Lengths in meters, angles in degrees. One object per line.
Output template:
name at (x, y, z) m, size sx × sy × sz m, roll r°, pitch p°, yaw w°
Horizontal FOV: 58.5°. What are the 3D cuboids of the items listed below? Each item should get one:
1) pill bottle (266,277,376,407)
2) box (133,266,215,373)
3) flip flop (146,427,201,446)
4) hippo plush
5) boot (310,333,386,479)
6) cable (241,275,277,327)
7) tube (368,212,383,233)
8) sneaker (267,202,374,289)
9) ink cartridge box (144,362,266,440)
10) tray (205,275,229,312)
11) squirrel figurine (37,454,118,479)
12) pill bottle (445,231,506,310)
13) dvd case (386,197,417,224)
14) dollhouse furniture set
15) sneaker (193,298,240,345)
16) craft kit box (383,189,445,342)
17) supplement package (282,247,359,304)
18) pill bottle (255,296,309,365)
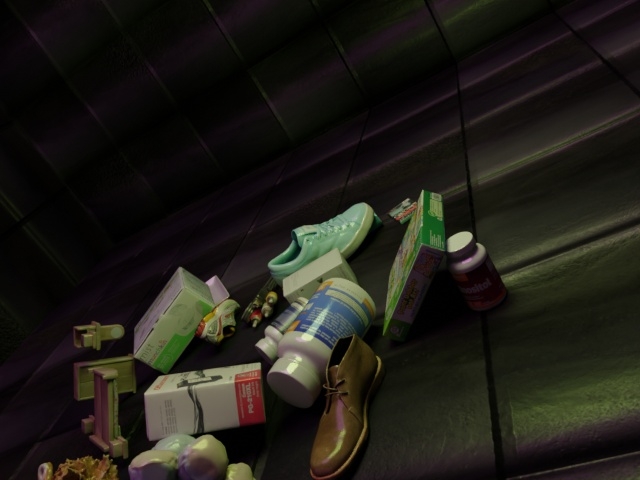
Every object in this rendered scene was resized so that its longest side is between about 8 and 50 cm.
pill bottle at (0.000, 0.222, 1.245) m, size 0.152 × 0.152 × 0.272 m, roll -12°, pitch 29°, yaw 43°
box at (-0.467, 0.244, 1.803) m, size 0.262 × 0.126 × 0.231 m, roll -54°, pitch 22°, yaw 0°
flip flop at (-0.269, 0.402, 1.344) m, size 0.277 × 0.080 × 0.112 m, roll -27°, pitch 51°, yaw -25°
hippo plush at (-0.236, 0.480, 1.033) m, size 0.236 × 0.234 × 0.294 m, roll 161°, pitch 119°, yaw -77°
boot at (0.032, 0.304, 1.077) m, size 0.112 × 0.115 × 0.305 m, roll -18°, pitch 27°, yaw 31°
cable at (-0.161, 0.177, 1.752) m, size 0.139 × 0.072 × 0.287 m, roll -52°, pitch 2°, yaw 19°
tube at (0.096, -0.011, 1.770) m, size 0.207 × 0.052 × 0.080 m, roll -37°, pitch 16°, yaw 6°
sneaker at (0.000, 0.000, 1.680) m, size 0.366 × 0.150 × 0.135 m, roll -45°, pitch 32°, yaw -7°
ink cartridge box at (-0.240, 0.338, 1.220) m, size 0.237 × 0.100 × 0.172 m, roll -7°, pitch -1°, yaw -6°
tray at (-0.398, 0.208, 2.021) m, size 0.145 × 0.030 × 0.270 m, roll -36°, pitch 21°, yaw -10°
squirrel figurine at (-0.528, 0.595, 1.099) m, size 0.397 × 0.281 × 0.370 m, roll -31°, pitch 10°, yaw 4°
pill bottle at (0.308, 0.061, 1.154) m, size 0.086 × 0.152 × 0.086 m, roll -29°, pitch 21°, yaw 12°
dvd case at (0.260, -0.091, 1.752) m, size 0.087 × 0.013 × 0.119 m, roll -35°, pitch 22°, yaw -3°
dollhouse furniture set at (-0.545, 0.389, 1.579) m, size 0.173 × 0.303 × 0.355 m, roll -1°, pitch 0°, yaw -38°
sneaker at (-0.295, 0.253, 1.721) m, size 0.088 × 0.092 × 0.225 m, roll -58°, pitch -4°, yaw 24°
craft kit box at (0.205, 0.051, 1.254) m, size 0.060 × 0.247 × 0.250 m, roll 15°, pitch 31°, yaw 2°
supplement package at (0.001, 0.120, 1.534) m, size 0.179 × 0.105 × 0.105 m, roll -31°, pitch 21°, yaw 7°
pill bottle at (-0.079, 0.229, 1.426) m, size 0.169 × 0.094 × 0.094 m, roll -42°, pitch 23°, yaw -22°
